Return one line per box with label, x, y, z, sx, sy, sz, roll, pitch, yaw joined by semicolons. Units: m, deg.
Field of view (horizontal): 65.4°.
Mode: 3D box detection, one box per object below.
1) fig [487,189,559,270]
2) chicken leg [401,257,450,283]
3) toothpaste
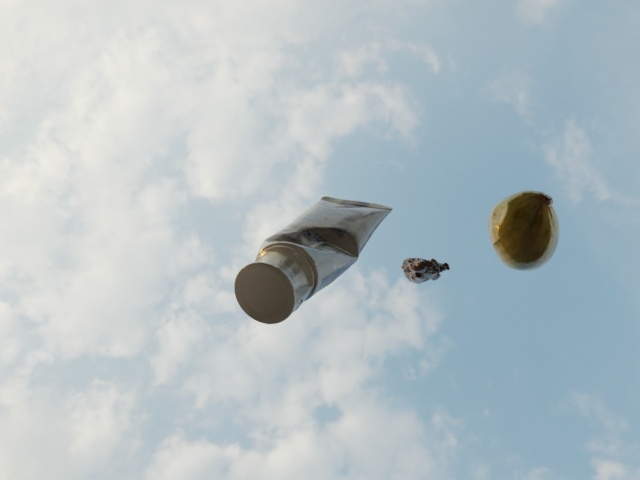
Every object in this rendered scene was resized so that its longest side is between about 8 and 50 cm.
fig;0.387;-0.017;0.953;0.121;0.136;0.152;-6;-82;46
chicken leg;0.211;0.062;1.019;0.093;0.205;0.053;-2;-94;5
toothpaste;0.000;0.000;0.529;0.096;0.266;0.061;11;-65;18
